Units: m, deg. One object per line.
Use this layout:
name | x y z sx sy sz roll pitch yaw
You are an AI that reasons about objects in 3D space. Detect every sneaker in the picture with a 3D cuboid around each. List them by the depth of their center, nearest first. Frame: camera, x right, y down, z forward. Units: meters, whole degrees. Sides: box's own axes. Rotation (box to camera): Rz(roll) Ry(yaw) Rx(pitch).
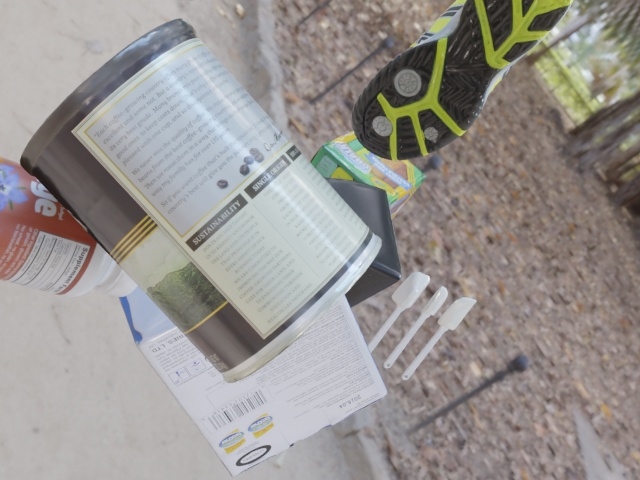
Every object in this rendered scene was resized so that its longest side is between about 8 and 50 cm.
sneaker | 0.202 -0.250 1.187 0.145 0.385 0.147 49 30 -4

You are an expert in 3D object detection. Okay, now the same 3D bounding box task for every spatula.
spatula | 0.191 0.184 1.798 0.168 0.242 0.019 24 24 -26

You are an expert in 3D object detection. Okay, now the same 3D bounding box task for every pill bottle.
pill bottle | -0.293 -0.010 0.903 0.216 0.121 0.121 20 37 -38

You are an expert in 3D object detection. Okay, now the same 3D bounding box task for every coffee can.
coffee can | -0.106 -0.035 0.802 0.275 0.201 0.201 48 21 -6

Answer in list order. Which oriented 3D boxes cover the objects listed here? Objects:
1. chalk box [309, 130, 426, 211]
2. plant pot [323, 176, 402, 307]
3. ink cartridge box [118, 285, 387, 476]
chalk box | 0.055 -0.090 1.732 0.180 0.179 0.289 41 29 7
plant pot | 0.000 0.000 1.438 0.167 0.188 0.187 25 45 -39
ink cartridge box | -0.078 0.163 1.231 0.151 0.270 0.395 59 -6 49
